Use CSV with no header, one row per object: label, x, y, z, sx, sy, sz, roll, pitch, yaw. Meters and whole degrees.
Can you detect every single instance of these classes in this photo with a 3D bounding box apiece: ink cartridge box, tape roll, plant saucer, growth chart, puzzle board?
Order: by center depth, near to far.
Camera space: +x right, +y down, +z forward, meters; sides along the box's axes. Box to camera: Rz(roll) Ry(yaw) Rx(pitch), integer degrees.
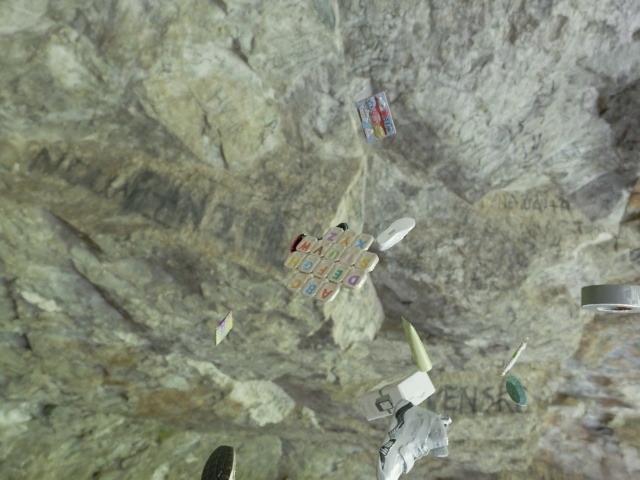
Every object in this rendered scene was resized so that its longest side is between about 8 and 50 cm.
puzzle board,0.161,-0.363,1.560,0.096,0.128,0.011,-16,0,29
tape roll,1.052,0.210,1.892,0.219,0.072,0.219,6,-13,1
plant saucer,0.734,0.569,1.996,0.021,0.119,0.119,-17,-28,-11
growth chart,0.735,0.443,2.006,0.021,0.172,0.237,35,12,22
ink cartridge box,0.328,0.670,2.305,0.273,0.198,0.114,-35,-102,44

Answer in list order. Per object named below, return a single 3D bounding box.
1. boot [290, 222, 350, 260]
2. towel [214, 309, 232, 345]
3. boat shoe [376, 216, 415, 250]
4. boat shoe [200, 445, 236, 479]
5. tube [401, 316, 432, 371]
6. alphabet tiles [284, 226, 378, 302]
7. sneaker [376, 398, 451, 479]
boot,0.000,0.002,2.192,0.236,0.085,0.178,-47,-39,17
towel,-0.247,0.223,1.351,0.009,0.083,0.060,17,-54,14
boat shoe,0.293,-0.022,2.059,0.066,0.184,0.063,38,-26,29
boat shoe,-0.391,0.957,2.018,0.123,0.324,0.120,2,-33,16
tube,0.395,0.430,2.185,0.070,0.062,0.240,-12,-72,39
alphabet tiles,0.029,0.064,1.619,0.284,0.278,0.021,15,-36,35
sneaker,0.331,0.735,1.862,0.210,0.366,0.137,6,-50,24
